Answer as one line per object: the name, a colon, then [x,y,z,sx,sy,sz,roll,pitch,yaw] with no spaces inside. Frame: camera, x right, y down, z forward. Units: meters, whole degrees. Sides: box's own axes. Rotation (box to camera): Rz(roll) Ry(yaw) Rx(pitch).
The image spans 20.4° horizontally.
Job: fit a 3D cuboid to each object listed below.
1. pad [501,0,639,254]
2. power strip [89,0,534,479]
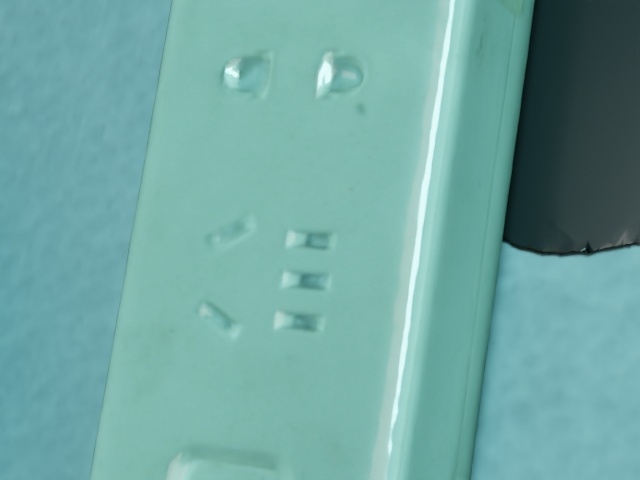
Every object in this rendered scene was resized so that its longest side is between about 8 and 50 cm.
pad: [0.159,-0.099,0.480,0.267,0.004,0.181,-10,73,23]
power strip: [0.000,0.000,0.494,0.098,0.058,0.338,3,79,28]
